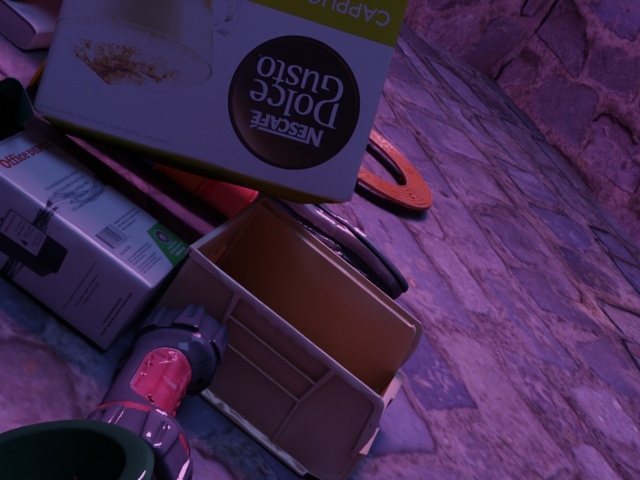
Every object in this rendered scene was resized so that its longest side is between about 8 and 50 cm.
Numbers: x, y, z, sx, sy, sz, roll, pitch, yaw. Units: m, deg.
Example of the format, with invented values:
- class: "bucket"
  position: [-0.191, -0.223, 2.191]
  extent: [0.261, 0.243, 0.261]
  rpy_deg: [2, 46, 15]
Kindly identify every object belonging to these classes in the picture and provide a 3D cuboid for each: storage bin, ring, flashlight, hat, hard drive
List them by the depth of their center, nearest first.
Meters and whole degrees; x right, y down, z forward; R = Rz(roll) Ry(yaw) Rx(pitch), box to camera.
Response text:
- class: "hat"
  position: [-0.175, 0.247, 0.904]
  extent: [0.173, 0.184, 0.208]
  rpy_deg: [-23, 22, -29]
- class: "flashlight"
  position: [-0.138, 0.140, 1.118]
  extent: [0.103, 0.103, 0.304]
  rpy_deg: [36, 19, -5]
- class: "storage bin"
  position: [-0.029, 0.101, 1.383]
  extent: [0.260, 0.123, 0.262]
  rpy_deg: [38, 18, 2]
- class: "hard drive"
  position: [-0.419, -0.356, 1.875]
  extent: [0.203, 0.040, 0.307]
  rpy_deg: [40, 18, 5]
- class: "ring"
  position: [0.061, -0.159, 2.323]
  extent: [0.336, 0.032, 0.336]
  rpy_deg: [33, 19, -13]

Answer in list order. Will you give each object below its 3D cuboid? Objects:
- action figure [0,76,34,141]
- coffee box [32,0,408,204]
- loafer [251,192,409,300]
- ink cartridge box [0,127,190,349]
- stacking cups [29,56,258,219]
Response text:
- class: "action figure"
  position: [-0.348, -0.142, 1.346]
  extent: [0.137, 0.063, 0.232]
  rpy_deg: [43, -9, -1]
- class: "coffee box"
  position: [-0.104, -0.238, 1.458]
  extent: [0.337, 0.334, 0.338]
  rpy_deg: [16, 0, -8]
- class: "loafer"
  position: [0.000, 0.000, 1.787]
  extent: [0.267, 0.084, 0.096]
  rpy_deg: [43, -13, 4]
- class: "ink cartridge box"
  position: [-0.248, -0.006, 1.282]
  extent: [0.208, 0.087, 0.153]
  rpy_deg: [38, 18, 0]
- class: "stacking cups"
  position: [-0.215, -0.147, 1.673]
  extent: [0.316, 0.096, 0.096]
  rpy_deg: [35, 18, -13]
